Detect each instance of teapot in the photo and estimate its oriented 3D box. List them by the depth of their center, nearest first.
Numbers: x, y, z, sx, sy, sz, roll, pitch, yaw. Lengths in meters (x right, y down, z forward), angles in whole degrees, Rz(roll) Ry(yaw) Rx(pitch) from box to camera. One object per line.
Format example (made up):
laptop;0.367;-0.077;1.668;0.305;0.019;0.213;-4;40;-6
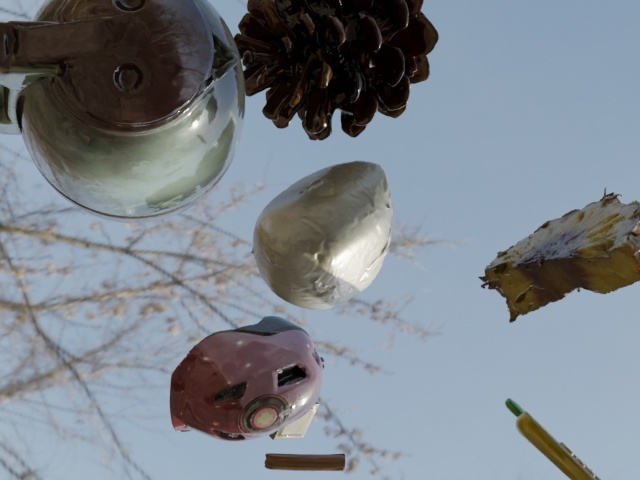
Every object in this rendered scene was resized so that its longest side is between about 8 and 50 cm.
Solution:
teapot;-0.222;-0.149;0.949;0.312;0.315;0.233;144;-57;-78

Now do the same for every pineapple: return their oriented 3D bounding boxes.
pineapple;0.293;0.010;1.091;0.079;0.135;0.233;52;-34;-13

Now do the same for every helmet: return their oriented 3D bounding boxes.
helmet;-0.099;0.236;1.586;0.154;0.253;0.198;27;-49;31

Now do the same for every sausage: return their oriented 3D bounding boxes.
sausage;-0.021;0.311;1.402;0.026;0.116;0.026;-176;-90;-80

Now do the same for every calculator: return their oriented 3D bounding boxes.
calculator;0.333;0.299;1.354;0.032;0.146;0.235;-47;-133;1

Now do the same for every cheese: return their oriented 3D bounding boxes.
cheese;0.000;0.000;1.299;0.154;0.198;0.189;32;-36;33

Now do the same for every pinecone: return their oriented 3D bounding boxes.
pinecone;0.006;-0.242;1.294;0.264;0.264;0.264;20;-61;40

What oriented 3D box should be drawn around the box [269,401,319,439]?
box;-0.055;0.323;1.823;0.035;0.083;0.079;39;-70;41
